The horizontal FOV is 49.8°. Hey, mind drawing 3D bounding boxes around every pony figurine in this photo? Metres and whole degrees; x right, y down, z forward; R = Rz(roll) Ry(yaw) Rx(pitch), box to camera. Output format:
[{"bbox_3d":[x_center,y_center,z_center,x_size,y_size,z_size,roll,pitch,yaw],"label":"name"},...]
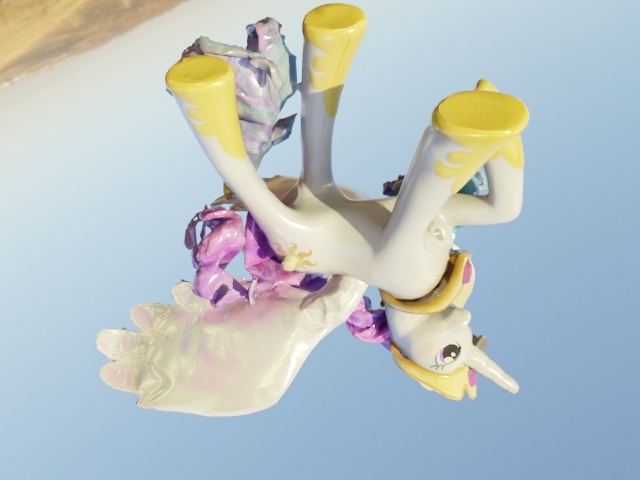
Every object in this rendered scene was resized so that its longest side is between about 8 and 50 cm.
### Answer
[{"bbox_3d":[0.000,0.000,0.569,0.351,0.363,0.302,12,-128,19],"label":"pony figurine"}]

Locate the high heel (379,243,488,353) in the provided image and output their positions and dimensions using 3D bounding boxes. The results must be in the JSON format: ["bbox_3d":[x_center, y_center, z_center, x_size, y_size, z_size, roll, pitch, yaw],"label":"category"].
[{"bbox_3d":[0.127,0.063,0.977,0.186,0.261,0.093,21,-121,41],"label":"high heel"}]
